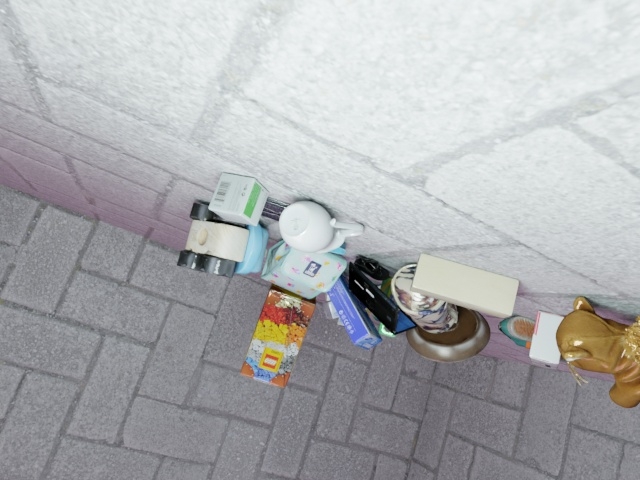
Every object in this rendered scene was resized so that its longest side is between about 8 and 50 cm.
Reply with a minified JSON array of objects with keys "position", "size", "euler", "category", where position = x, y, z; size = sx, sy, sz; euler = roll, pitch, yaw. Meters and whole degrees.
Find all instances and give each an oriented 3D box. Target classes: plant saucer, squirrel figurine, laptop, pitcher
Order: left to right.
[{"position":[0.004,-0.032,1.131],"size":[0.177,0.125,0.207],"euler":[-14,162,21],"category":"pitcher"},{"position":[0.218,0.188,1.513],"size":[0.234,0.136,0.264],"euler":[44,155,31],"category":"laptop"},{"position":[0.478,0.328,1.689],"size":[0.310,0.310,0.050],"euler":[9,127,35],"category":"plant saucer"},{"position":[0.788,0.262,1.063],"size":[0.370,0.281,0.397],"euler":[26,155,15],"category":"squirrel figurine"}]

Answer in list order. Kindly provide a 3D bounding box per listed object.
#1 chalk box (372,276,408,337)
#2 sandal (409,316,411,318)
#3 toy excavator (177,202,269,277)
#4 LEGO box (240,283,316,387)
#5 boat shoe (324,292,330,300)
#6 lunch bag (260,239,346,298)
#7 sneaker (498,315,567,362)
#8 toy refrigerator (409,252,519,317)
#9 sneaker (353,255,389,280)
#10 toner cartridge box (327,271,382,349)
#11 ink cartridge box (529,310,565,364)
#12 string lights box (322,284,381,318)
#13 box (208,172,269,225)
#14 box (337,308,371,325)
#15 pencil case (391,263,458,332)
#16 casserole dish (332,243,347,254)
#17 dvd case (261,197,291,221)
[{"position":[0.283,0.264,1.733],"size":[0.132,0.213,0.132],"euler":[14,166,15],"category":"chalk box"},{"position":[0.439,0.337,2.037],"size":[0.167,0.107,0.446],"euler":[22,161,-15],"category":"sandal"},{"position":[-0.288,0.027,1.606],"size":[0.433,0.222,0.445],"euler":[7,172,45],"category":"toy excavator"},{"position":[-0.166,0.337,1.954],"size":[0.193,0.372,0.500],"euler":[20,-170,-4],"category":"LEGO box"},{"position":[0.051,0.197,1.941],"size":[0.063,0.066,0.184],"euler":[8,-153,-4],"category":"boat shoe"},{"position":[-0.059,0.090,1.614],"size":[0.223,0.160,0.262],"euler":[28,147,-22],"category":"lunch bag"},{"position":[0.823,0.370,1.699],"size":[0.302,0.108,0.121],"euler":[28,167,-5],"category":"sneaker"},{"position":[0.398,0.128,1.254],"size":[0.269,0.102,0.094],"euler":[15,167,10],"category":"toy refrigerator"},{"position":[0.180,0.098,1.541],"size":[0.170,0.051,0.089],"euler":[26,170,-17],"category":"sneaker"},{"position":[0.109,0.251,1.755],"size":[0.348,0.075,0.165],"euler":[61,-168,29],"category":"toner cartridge box"},{"position":[0.771,0.344,1.514],"size":[0.092,0.158,0.218],"euler":[11,166,28],"category":"ink cartridge box"},{"position":[0.150,0.268,1.942],"size":[0.259,0.077,0.133],"euler":[-16,174,-14],"category":"string lights box"},{"position":[-0.203,-0.101,1.115],"size":[0.102,0.101,0.087],"euler":[13,167,23],"category":"box"},{"position":[0.183,0.342,2.229],"size":[0.114,0.203,0.103],"euler":[3,161,43],"category":"box"},{"position":[0.367,0.207,1.500],"size":[0.183,0.160,0.410],"euler":[19,169,27],"category":"pencil case"},{"position":[0.000,0.000,1.414],"size":[0.188,0.037,0.114],"euler":[14,167,23],"category":"casserole dish"},{"position":[-0.141,-0.090,1.268],"size":[0.221,0.018,0.164],"euler":[19,166,-2],"category":"dvd case"}]
